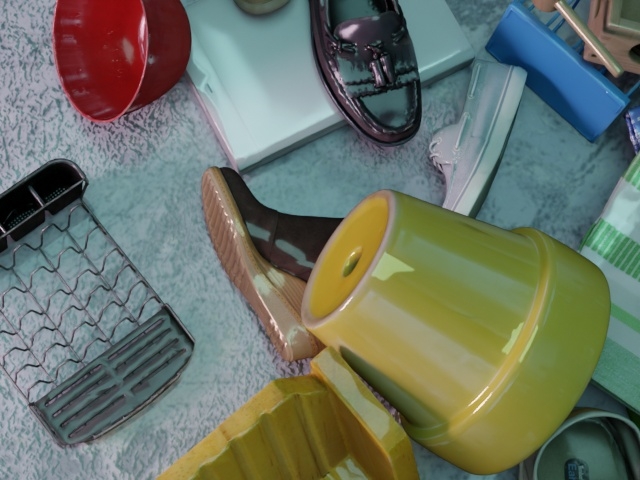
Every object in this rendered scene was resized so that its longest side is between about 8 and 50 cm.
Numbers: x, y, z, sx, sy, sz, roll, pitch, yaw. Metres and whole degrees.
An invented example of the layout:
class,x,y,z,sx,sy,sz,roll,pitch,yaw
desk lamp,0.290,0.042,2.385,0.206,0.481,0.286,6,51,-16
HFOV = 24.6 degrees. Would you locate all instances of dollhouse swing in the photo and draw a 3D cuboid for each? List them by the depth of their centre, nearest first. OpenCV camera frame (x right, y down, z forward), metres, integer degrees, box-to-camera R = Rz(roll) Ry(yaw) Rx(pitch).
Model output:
class,x,y,z,sx,sy,sz,roll,pitch,yaw
dollhouse swing,-0.006,0.365,1.429,0.347,0.315,0.305,-39,62,-13

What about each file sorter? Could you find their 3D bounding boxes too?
class,x,y,z,sx,sy,sz,roll,pitch,yaw
file sorter,0.296,-0.221,1.682,0.170,0.118,0.104,42,72,6

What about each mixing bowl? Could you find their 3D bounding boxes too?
class,x,y,z,sx,sy,sz,roll,pitch,yaw
mixing bowl,-0.207,-0.224,1.625,0.098,0.181,0.181,-9,74,-43

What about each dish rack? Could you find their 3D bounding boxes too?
class,x,y,z,sx,sy,sz,roll,pitch,yaw
dish rack,-0.275,0.074,1.577,0.208,0.074,0.271,-37,82,-12

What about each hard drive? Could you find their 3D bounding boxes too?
class,x,y,z,sx,sy,sz,roll,pitch,yaw
hard drive,-0.004,-0.229,1.695,0.307,0.040,0.203,-27,80,-10

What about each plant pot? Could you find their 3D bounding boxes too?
class,x,y,z,sx,sy,sz,roll,pitch,yaw
plant pot,0.122,0.074,1.489,0.239,0.254,0.254,31,74,-17

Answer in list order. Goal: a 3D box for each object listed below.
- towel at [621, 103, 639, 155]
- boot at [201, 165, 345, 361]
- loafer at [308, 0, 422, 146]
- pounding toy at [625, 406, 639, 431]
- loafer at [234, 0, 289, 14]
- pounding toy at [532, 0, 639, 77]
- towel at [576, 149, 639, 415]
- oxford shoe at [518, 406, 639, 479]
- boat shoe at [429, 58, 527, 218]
class,x,y,z,sx,sy,sz,roll,pitch,yaw
towel,0.503,-0.031,1.660,0.243,0.040,0.336,-21,90,-11
boot,0.000,0.000,1.631,0.207,0.090,0.248,-24,78,-23
loafer,0.039,-0.253,1.633,0.109,0.095,0.302,-16,78,-8
pounding toy,0.424,0.136,1.569,0.183,0.110,0.237,10,93,7
loafer,-0.106,-0.381,1.678,0.102,0.092,0.268,-28,65,-12
pounding toy,0.320,-0.235,1.577,0.206,0.094,0.181,14,68,-5
towel,0.387,0.024,1.547,0.248,0.038,0.325,33,88,32
oxford shoe,0.287,0.371,1.485,0.169,0.130,0.449,0,65,-10
boat shoe,0.165,-0.105,1.666,0.081,0.079,0.227,19,70,9
